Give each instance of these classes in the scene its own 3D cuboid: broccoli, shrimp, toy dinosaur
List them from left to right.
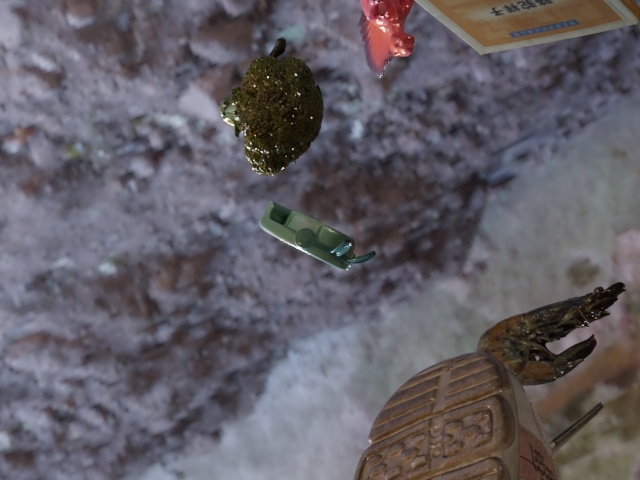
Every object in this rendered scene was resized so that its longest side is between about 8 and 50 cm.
[{"bbox_3d":[-0.054,-0.143,1.743,0.120,0.130,0.131,2,137,35],"label":"broccoli"},{"bbox_3d":[0.067,-0.297,1.997,0.070,0.286,0.139,-8,129,-13],"label":"toy dinosaur"},{"bbox_3d":[0.227,0.093,1.493,0.161,0.091,0.034,-26,137,-8],"label":"shrimp"}]

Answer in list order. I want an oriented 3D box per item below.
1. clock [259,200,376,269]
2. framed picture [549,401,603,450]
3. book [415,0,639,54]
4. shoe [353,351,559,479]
[{"bbox_3d":[0.000,0.000,1.840,0.101,0.135,0.041,27,89,-47],"label":"clock"},{"bbox_3d":[0.220,0.279,1.793,0.231,0.010,0.173,-48,166,25],"label":"framed picture"},{"bbox_3d":[0.141,-0.230,1.329,0.170,0.018,0.242,-7,154,39],"label":"book"},{"bbox_3d":[0.145,0.277,1.332,0.198,0.351,0.172,22,153,-40],"label":"shoe"}]
